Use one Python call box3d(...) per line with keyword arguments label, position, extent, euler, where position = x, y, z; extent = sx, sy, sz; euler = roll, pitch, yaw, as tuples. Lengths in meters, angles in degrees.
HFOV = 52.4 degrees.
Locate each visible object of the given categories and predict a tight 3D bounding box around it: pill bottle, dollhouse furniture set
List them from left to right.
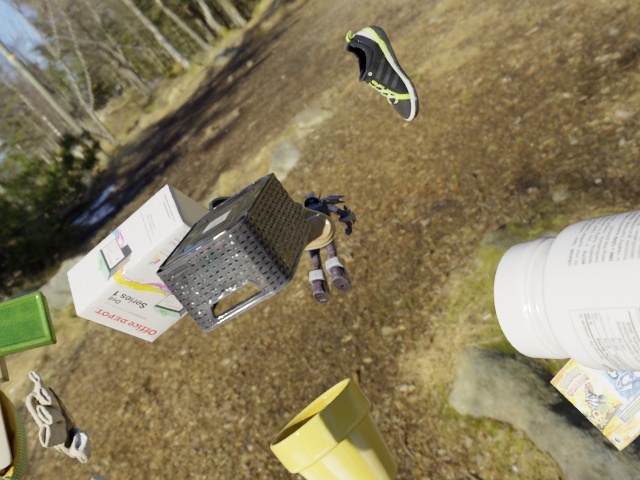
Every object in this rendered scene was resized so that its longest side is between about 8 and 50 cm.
box3d(label="dollhouse furniture set", position=(-0.548, 0.279, 1.215), extent=(0.151, 0.301, 0.197), euler=(-15, -18, -19))
box3d(label="pill bottle", position=(0.325, 0.048, 0.638), extent=(0.283, 0.160, 0.160), euler=(-12, 33, 53))

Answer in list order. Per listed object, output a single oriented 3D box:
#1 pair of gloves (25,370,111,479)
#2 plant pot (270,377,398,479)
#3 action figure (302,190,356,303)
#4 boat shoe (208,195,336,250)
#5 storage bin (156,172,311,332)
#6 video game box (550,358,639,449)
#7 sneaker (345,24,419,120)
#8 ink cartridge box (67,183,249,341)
box3d(label="pair of gloves", position=(-0.276, 0.280, 0.790), extent=(0.042, 0.240, 0.204), euler=(-33, -24, -19))
box3d(label="plant pot", position=(0.050, 0.500, 1.553), extent=(0.254, 0.239, 0.254), euler=(-39, -5, -4))
box3d(label="action figure", position=(0.000, 0.000, 1.590), extent=(0.185, 0.099, 0.285), euler=(-21, 61, 20))
box3d(label="boat shoe", position=(-0.104, -0.040, 1.424), extent=(0.089, 0.285, 0.104), euler=(123, 154, -78))
box3d(label="storage bin", position=(-0.091, 0.007, 0.733), extent=(0.122, 0.084, 0.180), euler=(-30, 15, 18))
box3d(label="video game box", position=(0.593, 0.280, 1.295), extent=(0.187, 0.048, 0.205), euler=(49, 128, 31))
box3d(label="sneaker", position=(0.128, -0.359, 1.443), extent=(0.097, 0.234, 0.084), euler=(-32, 6, -17))
box3d(label="ink cartridge box", position=(-0.312, 0.053, 1.259), extent=(0.278, 0.201, 0.117), euler=(-39, 52, 12))
